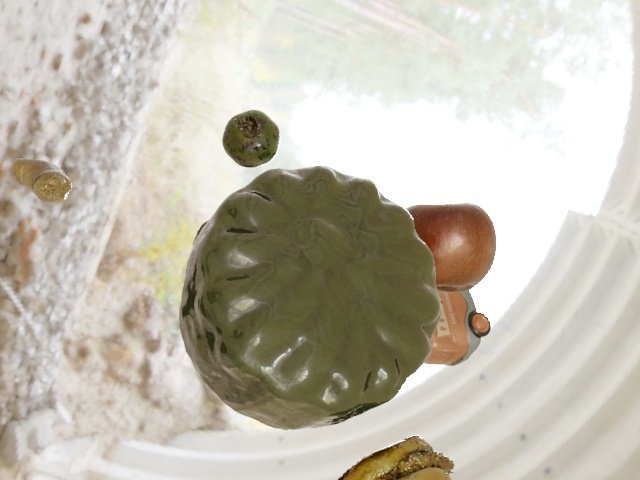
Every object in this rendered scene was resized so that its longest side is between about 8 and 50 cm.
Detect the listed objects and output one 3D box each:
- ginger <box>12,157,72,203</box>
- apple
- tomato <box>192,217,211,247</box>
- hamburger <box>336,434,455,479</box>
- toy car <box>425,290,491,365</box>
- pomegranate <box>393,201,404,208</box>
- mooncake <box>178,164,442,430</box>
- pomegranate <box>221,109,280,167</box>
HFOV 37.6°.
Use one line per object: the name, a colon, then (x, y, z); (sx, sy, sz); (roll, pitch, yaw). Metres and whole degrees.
ginger: (-0.572, -0.126, 1.940); (0.190, 0.095, 0.069); (31, -85, 48)
apple: (0.219, 0.015, 1.676); (0.201, 0.201, 0.162); (175, -87, -81)
tomato: (-0.211, 0.060, 2.248); (0.214, 0.181, 0.155); (51, -46, 28)
hamburger: (0.106, 0.359, 1.311); (0.191, 0.118, 0.182); (-30, 153, -17)
toy car: (0.277, 0.184, 2.362); (0.180, 0.212, 0.270); (-46, -128, 53)
pomegranate: (0.158, 0.020, 2.193); (0.187, 0.187, 0.225); (127, -32, -62)
mooncake: (-0.011, 0.073, 1.282); (0.194, 0.356, 0.356); (-38, -149, 57)
pomegranate: (-0.142, -0.213, 1.910); (0.161, 0.122, 0.122); (73, 35, -74)
